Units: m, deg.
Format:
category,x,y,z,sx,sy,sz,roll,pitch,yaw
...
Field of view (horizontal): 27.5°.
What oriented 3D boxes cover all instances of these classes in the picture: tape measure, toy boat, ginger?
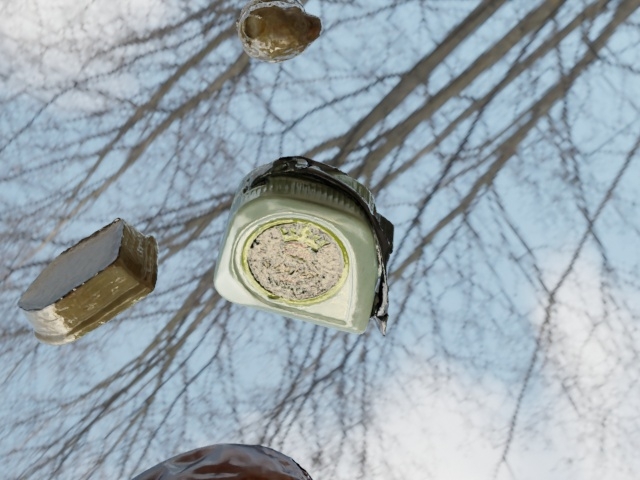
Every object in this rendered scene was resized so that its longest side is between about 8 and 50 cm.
category,x,y,z,sx,sy,sz,roll,pitch,yaw
tape measure,0.000,0.000,1.612,0.235,0.207,0.115,15,-146,-6
toy boat,-0.283,0.055,1.550,0.061,0.188,0.116,47,-159,-30
ginger,-0.053,-0.266,1.632,0.104,0.204,0.080,-4,-75,-2

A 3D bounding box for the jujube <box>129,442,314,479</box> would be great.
category,x,y,z,sx,sy,sz,roll,pitch,yaw
jujube,-0.100,0.261,0.996,0.243,0.183,0.183,-31,-98,-10
